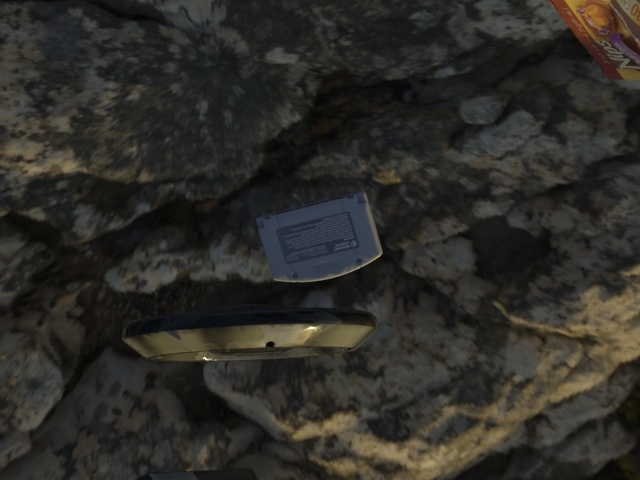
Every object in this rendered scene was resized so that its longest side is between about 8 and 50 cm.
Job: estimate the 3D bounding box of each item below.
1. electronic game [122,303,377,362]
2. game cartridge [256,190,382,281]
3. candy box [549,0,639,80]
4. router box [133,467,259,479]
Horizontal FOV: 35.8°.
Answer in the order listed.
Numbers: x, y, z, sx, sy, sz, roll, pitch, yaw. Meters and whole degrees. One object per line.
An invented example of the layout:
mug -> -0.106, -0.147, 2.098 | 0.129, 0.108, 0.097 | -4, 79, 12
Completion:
electronic game -> -0.063, 0.082, 0.897 | 0.230, 0.229, 0.048 | -2, 80, -6
game cartridge -> 0.000, 0.000, 0.710 | 0.083, 0.017, 0.055 | -13, 98, 17
candy box -> 0.236, -0.219, 0.698 | 0.109, 0.053, 0.186 | 38, 75, -37
router box -> -0.156, 0.249, 0.663 | 0.243, 0.309, 0.081 | -32, 76, 0
